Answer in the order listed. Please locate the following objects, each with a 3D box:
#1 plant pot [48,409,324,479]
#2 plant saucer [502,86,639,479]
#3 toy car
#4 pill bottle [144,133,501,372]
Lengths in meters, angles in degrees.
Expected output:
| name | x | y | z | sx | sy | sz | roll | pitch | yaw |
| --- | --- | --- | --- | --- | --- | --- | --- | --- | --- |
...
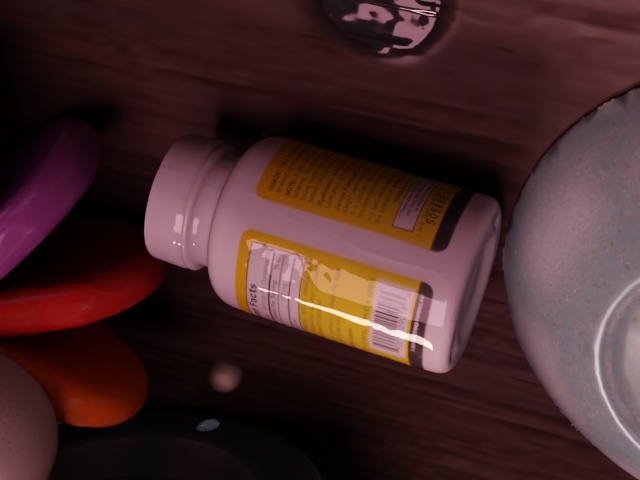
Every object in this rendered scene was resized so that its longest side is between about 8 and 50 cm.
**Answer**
| name | x | y | z | sx | sy | sz | roll | pitch | yaw |
| --- | --- | --- | --- | --- | --- | --- | --- | --- | --- |
| plant pot | -0.076 | 0.224 | 0.599 | 0.271 | 0.271 | 0.255 | 4 | 115 | 25 |
| plant saucer | 0.147 | 0.037 | 0.460 | 0.195 | 0.037 | 0.195 | 16 | 131 | 19 |
| toy car | -0.133 | 0.009 | 0.535 | 0.136 | 0.159 | 0.182 | -31 | 113 | 4 |
| pill bottle | 0.000 | 0.000 | 0.494 | 0.116 | 0.065 | 0.065 | 18 | 133 | 14 |
